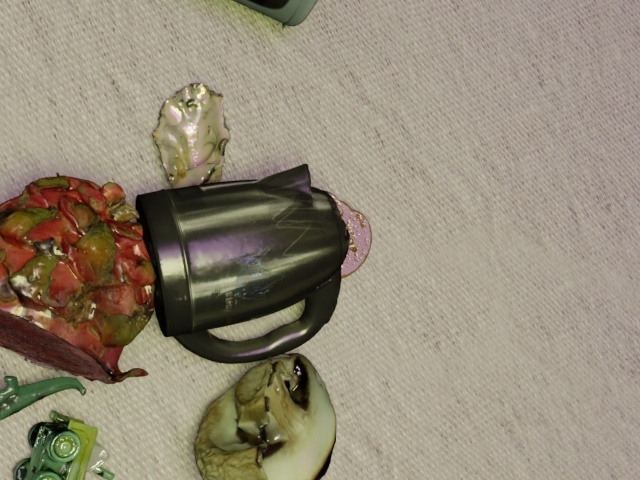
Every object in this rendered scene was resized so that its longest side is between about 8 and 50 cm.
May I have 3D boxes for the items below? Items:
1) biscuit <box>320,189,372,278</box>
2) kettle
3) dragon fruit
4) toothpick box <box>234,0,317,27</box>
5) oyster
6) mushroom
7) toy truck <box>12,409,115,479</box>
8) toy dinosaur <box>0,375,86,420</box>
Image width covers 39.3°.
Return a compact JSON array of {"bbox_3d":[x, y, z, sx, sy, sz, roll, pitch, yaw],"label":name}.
[{"bbox_3d":[-0.001,0.000,1.564,0.170,0.050,0.170,1,85,-10],"label":"biscuit"},{"bbox_3d":[-0.105,0.049,1.430,0.324,0.228,0.321,-12,110,-16],"label":"kettle"},{"bbox_3d":[-0.378,0.034,1.306,0.314,0.296,0.263,46,56,-46],"label":"dragon fruit"},{"bbox_3d":[-0.154,-0.533,1.486,0.354,0.263,0.263,20,77,-16],"label":"toothpick box"},{"bbox_3d":[-0.207,-0.160,1.502,0.132,0.072,0.209,-17,72,-4],"label":"oyster"},{"bbox_3d":[-0.094,0.317,1.434,0.190,0.164,0.267,51,33,-32],"label":"mushroom"},{"bbox_3d":[-0.394,0.400,1.337,0.135,0.128,0.260,28,74,-29],"label":"toy truck"},{"bbox_3d":[-0.503,0.223,1.329,0.291,0.079,0.120,-21,98,-5],"label":"toy dinosaur"}]
